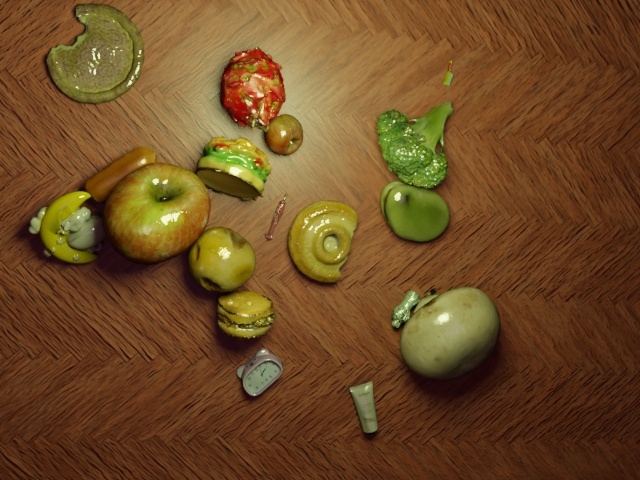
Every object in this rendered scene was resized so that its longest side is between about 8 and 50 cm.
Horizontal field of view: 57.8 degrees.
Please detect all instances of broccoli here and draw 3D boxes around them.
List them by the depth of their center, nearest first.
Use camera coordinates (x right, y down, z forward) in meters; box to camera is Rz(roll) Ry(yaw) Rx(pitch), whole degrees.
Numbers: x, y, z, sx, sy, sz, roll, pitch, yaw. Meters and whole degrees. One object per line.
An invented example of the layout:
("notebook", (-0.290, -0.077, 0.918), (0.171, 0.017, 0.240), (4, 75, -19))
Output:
("broccoli", (0.294, -0.320, 1.897), (0.254, 0.186, 0.302), (15, 52, -10))

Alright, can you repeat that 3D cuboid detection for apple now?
("apple", (-0.478, -0.070, 1.699), (0.310, 0.250, 0.277), (-19, 66, -26))
("apple", (-0.116, -0.330, 1.816), (0.126, 0.126, 0.102), (-44, 64, -3))

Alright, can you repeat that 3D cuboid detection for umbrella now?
("umbrella", (-0.142, -0.077, 1.896), (0.027, 0.025, 0.165), (18, 97, -35))
("umbrella", (0.293, 0.239, 2.011), (0.143, 0.067, 0.062), (-56, 140, -7))

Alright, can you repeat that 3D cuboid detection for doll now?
("doll", (-0.724, -0.031, 1.740), (0.252, 0.111, 0.237), (-32, 123, -3))

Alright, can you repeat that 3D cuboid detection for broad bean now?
("broad bean", (0.318, -0.091, 1.938), (0.263, 0.121, 0.189), (26, 96, -16))

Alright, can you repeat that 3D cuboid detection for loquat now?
("loquat", (-0.302, 0.056, 1.792), (0.213, 0.213, 0.212), (-2, 99, -11))

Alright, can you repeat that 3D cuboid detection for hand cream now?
("hand cream", (0.162, 0.598, 2.045), (0.087, 0.054, 0.186), (-14, 94, -14))

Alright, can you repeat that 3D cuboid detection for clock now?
("clock", (-0.205, 0.442, 1.945), (0.153, 0.050, 0.110), (-41, 103, -3))

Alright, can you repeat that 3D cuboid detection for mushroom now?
("mushroom", (0.423, 0.298, 1.960), (0.363, 0.294, 0.362), (-19, 136, -19))

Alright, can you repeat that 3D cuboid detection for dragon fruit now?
("dragon fruit", (-0.199, -0.436, 1.728), (0.210, 0.205, 0.267), (-21, 67, 21))

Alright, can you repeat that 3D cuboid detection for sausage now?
("sausage", (-0.598, -0.196, 1.752), (0.238, 0.098, 0.098), (-35, 103, -6))

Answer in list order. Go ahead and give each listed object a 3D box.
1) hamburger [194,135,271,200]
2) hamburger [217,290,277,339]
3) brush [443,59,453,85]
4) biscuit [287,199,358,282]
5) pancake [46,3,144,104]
("hamburger", (-0.256, -0.230, 1.754), (0.237, 0.237, 0.148), (22, 75, -14))
("hamburger", (-0.233, 0.240, 1.850), (0.191, 0.182, 0.117), (-3, 115, -19))
("brush", (0.433, -0.562, 1.943), (0.021, 0.019, 0.083), (10, 96, -22))
("biscuit", (0.000, 0.000, 1.902), (0.213, 0.091, 0.273), (10, 98, -15))
("pancake", (-0.667, -0.554, 1.715), (0.289, 0.033, 0.285), (-18, 102, -8))
